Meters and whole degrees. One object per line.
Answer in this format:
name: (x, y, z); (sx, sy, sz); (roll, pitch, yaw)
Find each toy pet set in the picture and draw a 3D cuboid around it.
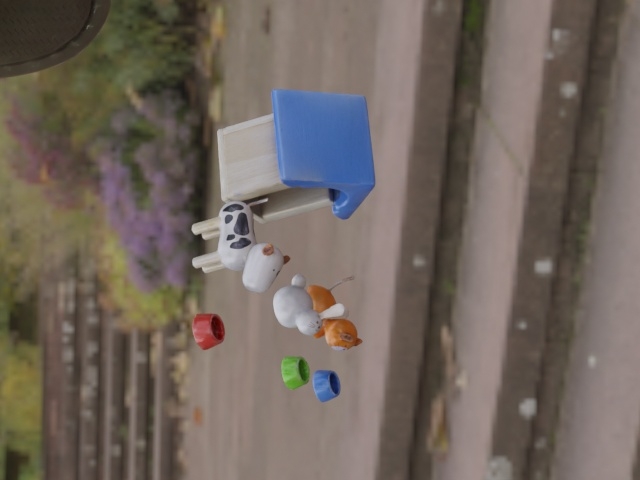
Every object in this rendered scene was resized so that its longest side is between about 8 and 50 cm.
toy pet set: (0.000, 0.000, 0.685); (0.122, 0.065, 0.114); (31, -130, -59)

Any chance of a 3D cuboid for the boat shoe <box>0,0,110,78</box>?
boat shoe: (-0.238, -0.149, 0.656); (0.111, 0.307, 0.104); (-58, 37, 35)
